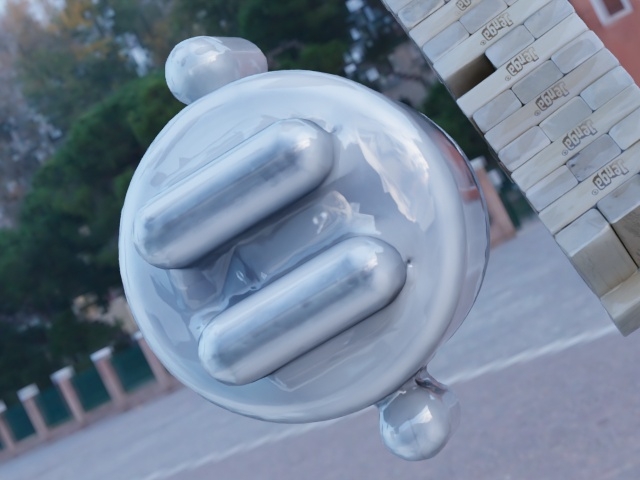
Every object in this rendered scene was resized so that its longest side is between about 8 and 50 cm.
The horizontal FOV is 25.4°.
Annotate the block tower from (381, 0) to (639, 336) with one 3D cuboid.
[{"bbox_3d":[0.126,-0.103,0.883,0.091,0.335,0.097,-36,-36,7],"label":"block tower"}]

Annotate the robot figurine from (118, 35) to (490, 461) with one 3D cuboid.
[{"bbox_3d":[0.000,0.000,0.887,0.200,0.300,0.353,-27,-4,11],"label":"robot figurine"}]
